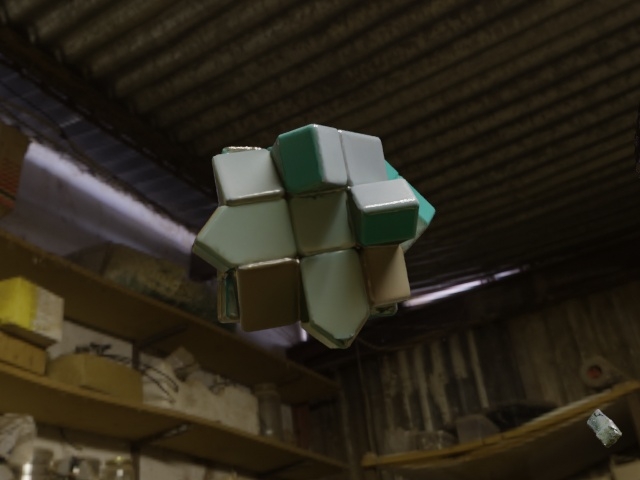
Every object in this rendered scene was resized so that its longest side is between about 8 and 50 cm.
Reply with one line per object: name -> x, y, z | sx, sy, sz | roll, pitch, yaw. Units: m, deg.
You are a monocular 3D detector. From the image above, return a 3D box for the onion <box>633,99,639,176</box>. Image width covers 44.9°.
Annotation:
onion -> 0.404, -0.146, 0.702 | 0.216, 0.206, 0.207 | 12, -12, 28

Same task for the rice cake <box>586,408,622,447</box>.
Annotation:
rice cake -> 0.543, 0.360, 1.490 | 0.043, 0.034, 0.211 | -49, -14, 4

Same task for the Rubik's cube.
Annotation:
Rubik's cube -> 0.000, 0.000, 0.800 | 0.265, 0.224, 0.213 | -2, -8, -13
